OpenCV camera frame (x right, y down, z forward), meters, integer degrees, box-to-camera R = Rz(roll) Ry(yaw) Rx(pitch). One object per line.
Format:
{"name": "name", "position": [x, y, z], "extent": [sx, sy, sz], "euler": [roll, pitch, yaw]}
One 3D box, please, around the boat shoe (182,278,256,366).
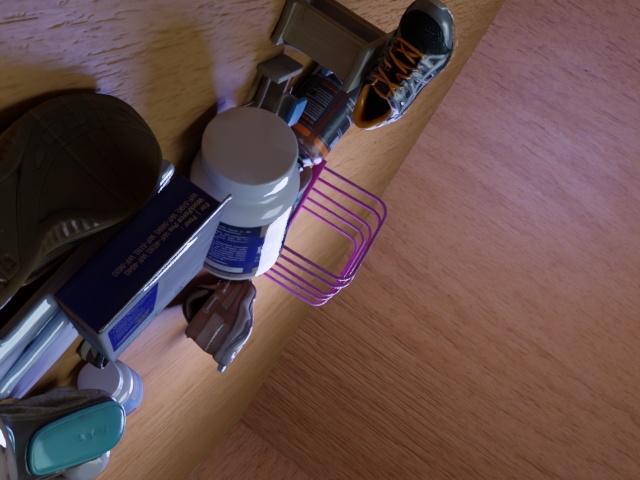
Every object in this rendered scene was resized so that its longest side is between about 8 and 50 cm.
{"name": "boat shoe", "position": [-0.199, 0.127, 1.509], "extent": [0.123, 0.116, 0.324], "euler": [-58, -168, 6]}

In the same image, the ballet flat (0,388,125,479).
{"name": "ballet flat", "position": [-0.363, 0.224, 0.862], "extent": [0.342, 0.124, 0.116], "euler": [-10, 106, -66]}

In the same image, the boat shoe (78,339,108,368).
{"name": "boat shoe", "position": [-0.299, 0.125, 1.185], "extent": [0.152, 0.049, 0.056], "euler": [-54, 171, -2]}

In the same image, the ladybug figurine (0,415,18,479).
{"name": "ladybug figurine", "position": [-0.349, 0.147, 0.466], "extent": [0.305, 0.162, 0.449], "euler": [-9, 147, -31]}

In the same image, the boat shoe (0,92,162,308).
{"name": "boat shoe", "position": [-0.265, -0.021, 0.675], "extent": [0.123, 0.123, 0.342], "euler": [-23, -158, 33]}

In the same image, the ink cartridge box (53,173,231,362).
{"name": "ink cartridge box", "position": [-0.181, 0.033, 0.799], "extent": [0.165, 0.065, 0.333], "euler": [-48, -178, -19]}

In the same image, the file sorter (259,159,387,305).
{"name": "file sorter", "position": [0.000, 0.000, 1.632], "extent": [0.202, 0.182, 0.290], "euler": [-59, -178, -17]}

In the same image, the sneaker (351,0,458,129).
{"name": "sneaker", "position": [0.106, -0.221, 1.022], "extent": [0.083, 0.084, 0.215], "euler": [-41, 165, -39]}

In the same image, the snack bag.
{"name": "snack bag", "position": [-0.270, 0.059, 0.903], "extent": [0.323, 0.037, 0.342], "euler": [-50, -177, -17]}

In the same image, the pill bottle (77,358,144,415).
{"name": "pill bottle", "position": [-0.342, 0.238, 1.278], "extent": [0.087, 0.087, 0.160], "euler": [-51, 171, -15]}

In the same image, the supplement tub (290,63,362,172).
{"name": "supplement tub", "position": [-0.009, -0.197, 1.281], "extent": [0.198, 0.106, 0.106], "euler": [-52, 171, -8]}

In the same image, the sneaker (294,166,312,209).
{"name": "sneaker", "position": [-0.112, -0.035, 1.359], "extent": [0.302, 0.108, 0.121], "euler": [-45, 164, -50]}

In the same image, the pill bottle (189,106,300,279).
{"name": "pill bottle", "position": [-0.111, -0.062, 1.112], "extent": [0.153, 0.153, 0.264], "euler": [-49, 170, -27]}

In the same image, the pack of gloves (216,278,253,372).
{"name": "pack of gloves", "position": [-0.195, 0.152, 1.684], "extent": [0.232, 0.046, 0.195], "euler": [-94, -154, -51]}

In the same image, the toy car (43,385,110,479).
{"name": "toy car", "position": [-0.398, 0.296, 1.111], "extent": [0.182, 0.159, 0.136], "euler": [-54, 137, 4]}

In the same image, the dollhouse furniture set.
{"name": "dollhouse furniture set", "position": [0.001, -0.234, 1.101], "extent": [0.129, 0.129, 0.183], "euler": [-42, 164, -53]}
